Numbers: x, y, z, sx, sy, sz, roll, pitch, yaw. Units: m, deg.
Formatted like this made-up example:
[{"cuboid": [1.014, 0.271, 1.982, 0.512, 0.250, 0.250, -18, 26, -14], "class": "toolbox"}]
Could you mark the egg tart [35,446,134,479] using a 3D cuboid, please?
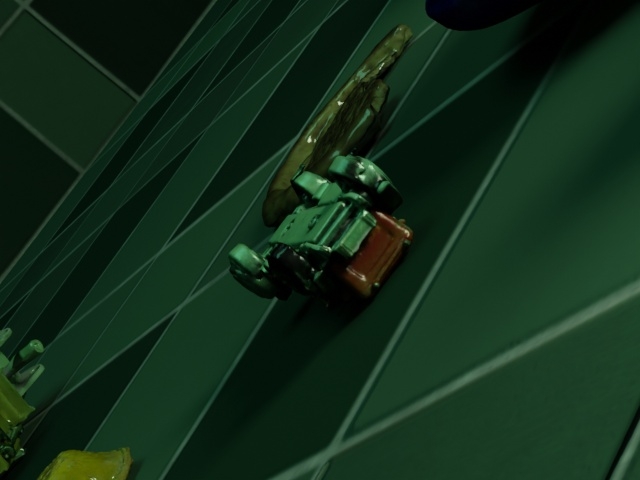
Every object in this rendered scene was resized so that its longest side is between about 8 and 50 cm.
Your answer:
[{"cuboid": [-0.149, 0.154, 1.103, 0.105, 0.039, 0.105, -50, 9, 10], "class": "egg tart"}]

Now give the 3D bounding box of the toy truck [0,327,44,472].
[{"cuboid": [-0.287, 0.143, 1.514, 0.135, 0.128, 0.259, -32, 15, 17], "class": "toy truck"}]

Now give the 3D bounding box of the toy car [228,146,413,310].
[{"cuboid": [0.000, 0.000, 0.976, 0.073, 0.054, 0.143, -54, 9, -10], "class": "toy car"}]

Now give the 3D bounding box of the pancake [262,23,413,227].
[{"cuboid": [0.019, -0.082, 1.279, 0.184, 0.020, 0.190, -51, 10, -13], "class": "pancake"}]

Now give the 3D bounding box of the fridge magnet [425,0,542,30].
[{"cuboid": [0.140, -0.215, 0.974, 0.265, 0.112, 0.265, -49, 9, 10], "class": "fridge magnet"}]
